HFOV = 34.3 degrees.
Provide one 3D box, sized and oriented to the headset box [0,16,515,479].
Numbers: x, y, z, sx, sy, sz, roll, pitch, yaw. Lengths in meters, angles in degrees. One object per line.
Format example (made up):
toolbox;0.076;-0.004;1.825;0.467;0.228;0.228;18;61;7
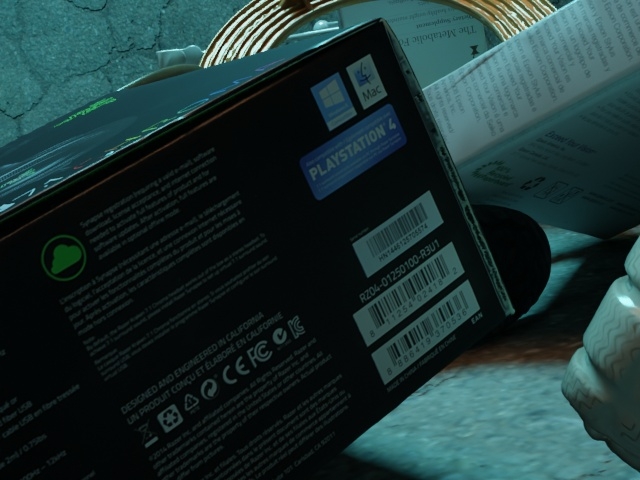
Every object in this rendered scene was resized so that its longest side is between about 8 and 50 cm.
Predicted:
headset box;-0.113;0.031;0.442;0.246;0.131;0.283;-33;18;-26

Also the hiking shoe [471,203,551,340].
hiking shoe;0.030;0.026;0.638;0.226;0.086;0.114;-15;12;-19

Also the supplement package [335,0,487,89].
supplement package;0.104;-0.133;1.057;0.139;0.244;0.134;-12;8;2

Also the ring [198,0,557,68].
ring;0.052;-0.147;0.884;0.336;0.032;0.337;-5;50;6

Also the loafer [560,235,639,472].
loafer;0.203;0.029;0.404;0.111;0.112;0.319;35;32;25

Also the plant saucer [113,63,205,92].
plant saucer;-0.154;0.001;0.703;0.278;0.041;0.278;-48;-8;-9

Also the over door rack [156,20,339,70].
over door rack;-0.013;-0.127;1.187;0.324;0.240;0.108;-12;10;-11

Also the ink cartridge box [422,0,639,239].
ink cartridge box;0.260;-0.104;0.651;0.330;0.072;0.324;-28;-20;28
